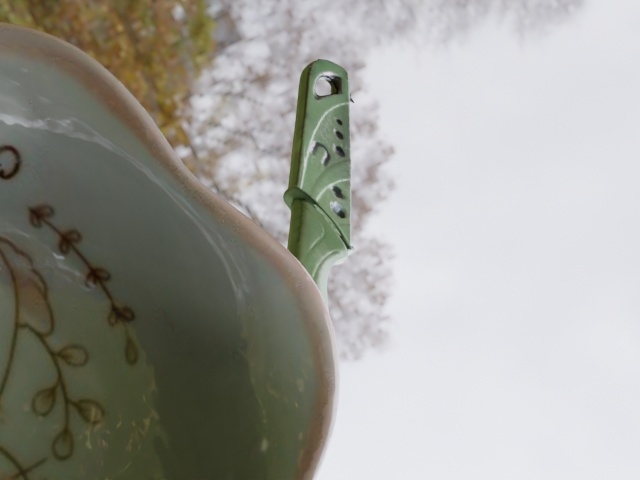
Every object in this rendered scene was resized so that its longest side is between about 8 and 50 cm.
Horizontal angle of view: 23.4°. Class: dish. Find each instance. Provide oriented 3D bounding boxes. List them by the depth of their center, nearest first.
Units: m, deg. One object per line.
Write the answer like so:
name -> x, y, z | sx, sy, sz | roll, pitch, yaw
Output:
dish -> -0.110, 0.055, 0.439 | 0.229, 0.229, 0.081 | -29, -179, -7

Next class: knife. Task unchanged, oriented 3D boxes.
knife -> -0.001, 0.001, 0.746 | 0.020, 0.043, 0.293 | -39, -150, 32
